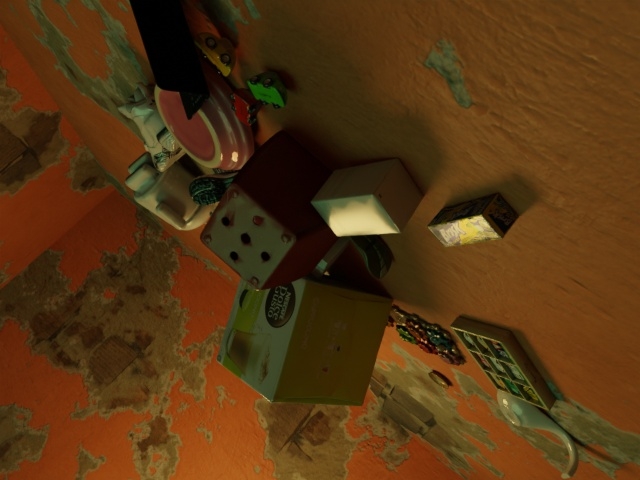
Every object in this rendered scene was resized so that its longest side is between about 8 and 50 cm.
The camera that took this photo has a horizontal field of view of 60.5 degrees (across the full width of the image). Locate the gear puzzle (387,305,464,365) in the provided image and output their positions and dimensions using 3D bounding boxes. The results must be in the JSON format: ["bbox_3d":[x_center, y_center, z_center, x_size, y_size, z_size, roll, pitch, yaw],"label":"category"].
[{"bbox_3d":[0.267,0.277,1.659,0.339,0.044,0.175,21,152,48],"label":"gear puzzle"}]

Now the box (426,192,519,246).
[{"bbox_3d":[0.264,-0.032,0.970,0.059,0.054,0.169,46,162,-10],"label":"box"}]

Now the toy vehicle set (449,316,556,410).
[{"bbox_3d":[0.451,0.302,1.356,0.267,0.035,0.166,51,160,-24],"label":"toy vehicle set"}]

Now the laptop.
[{"bbox_3d":[-0.331,-0.387,1.133,0.264,0.137,0.234,-12,95,62],"label":"laptop"}]

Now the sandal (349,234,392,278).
[{"bbox_3d":[0.119,0.017,1.361,0.180,0.072,0.049,54,174,-26],"label":"sandal"}]

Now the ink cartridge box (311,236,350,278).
[{"bbox_3d":[0.000,0.000,1.462,0.127,0.128,0.176,41,161,5],"label":"ink cartridge box"}]

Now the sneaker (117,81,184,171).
[{"bbox_3d":[-0.515,-0.357,1.727,0.210,0.137,0.366,47,157,-7],"label":"sneaker"}]

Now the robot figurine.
[{"bbox_3d":[-0.537,-0.169,2.015,0.353,0.200,0.300,39,-148,-38],"label":"robot figurine"}]

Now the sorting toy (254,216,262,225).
[{"bbox_3d":[-0.083,-0.021,1.684,0.126,0.127,0.365,-2,145,22],"label":"sorting toy"}]

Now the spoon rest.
[{"bbox_3d":[0.587,0.500,1.485,0.276,0.084,0.137,50,164,21],"label":"spoon rest"}]

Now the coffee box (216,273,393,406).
[{"bbox_3d":[-0.049,0.269,1.636,0.338,0.337,0.334,16,180,-37],"label":"coffee box"}]

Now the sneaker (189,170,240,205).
[{"bbox_3d":[-0.223,-0.156,1.530,0.272,0.108,0.100,1,110,11],"label":"sneaker"}]

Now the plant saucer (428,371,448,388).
[{"bbox_3d":[0.403,0.470,1.857,0.083,0.015,0.083,37,160,16],"label":"plant saucer"}]

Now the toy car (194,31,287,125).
[{"bbox_3d":[-0.139,-0.327,1.143,0.225,0.053,0.239,26,156,39],"label":"toy car"}]

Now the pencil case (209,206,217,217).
[{"bbox_3d":[-0.257,-0.036,1.929,0.273,0.113,0.124,44,-176,-6],"label":"pencil case"}]

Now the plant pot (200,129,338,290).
[{"bbox_3d":[-0.107,-0.044,1.233,0.267,0.236,0.267,41,123,5],"label":"plant pot"}]

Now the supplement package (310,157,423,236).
[{"bbox_3d":[0.090,-0.081,1.087,0.179,0.105,0.105,-2,134,50],"label":"supplement package"}]

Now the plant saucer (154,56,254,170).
[{"bbox_3d":[-0.311,-0.311,1.402,0.332,0.084,0.332,36,151,24],"label":"plant saucer"}]

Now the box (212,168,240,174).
[{"bbox_3d":[-0.265,-0.214,1.651,0.175,0.051,0.220,29,157,36],"label":"box"}]
